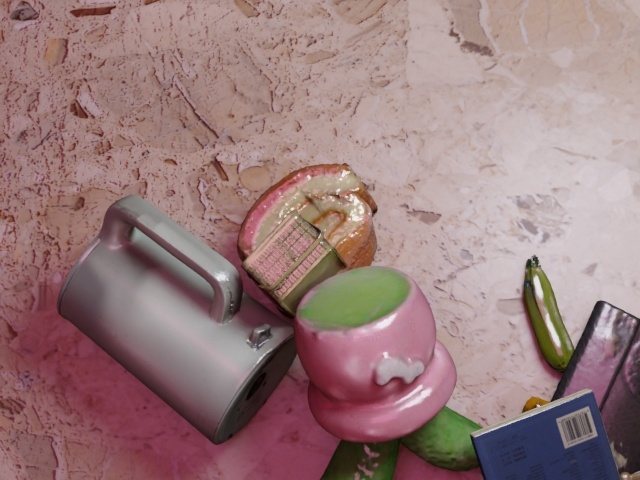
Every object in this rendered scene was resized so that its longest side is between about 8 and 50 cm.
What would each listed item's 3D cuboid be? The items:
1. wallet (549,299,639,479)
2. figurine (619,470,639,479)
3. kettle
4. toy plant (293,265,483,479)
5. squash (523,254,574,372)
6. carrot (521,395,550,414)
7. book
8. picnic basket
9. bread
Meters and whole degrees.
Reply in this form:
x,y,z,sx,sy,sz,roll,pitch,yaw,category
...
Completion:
x,y,z,sx,sy,sz,roll,pitch,yaw,category
0.415,0.262,1.760,0.170,0.044,0.321,27,81,-5,wallet
0.619,0.313,1.686,0.386,0.166,0.207,-20,57,10,figurine
-0.210,0.116,1.763,0.318,0.265,0.205,37,80,14,kettle
0.067,0.229,1.685,0.317,0.356,0.210,-27,36,-18,toy plant
0.338,0.111,1.814,0.052,0.052,0.184,-15,77,2,squash
0.293,0.311,1.777,0.042,0.042,0.171,22,80,10,carrot
0.336,0.366,1.706,0.190,0.025,0.269,-19,95,-10,book
-0.035,0.036,1.689,0.079,0.164,0.115,43,85,15,picnic basket
-0.009,-0.008,1.841,0.190,0.123,0.244,35,82,14,bread
